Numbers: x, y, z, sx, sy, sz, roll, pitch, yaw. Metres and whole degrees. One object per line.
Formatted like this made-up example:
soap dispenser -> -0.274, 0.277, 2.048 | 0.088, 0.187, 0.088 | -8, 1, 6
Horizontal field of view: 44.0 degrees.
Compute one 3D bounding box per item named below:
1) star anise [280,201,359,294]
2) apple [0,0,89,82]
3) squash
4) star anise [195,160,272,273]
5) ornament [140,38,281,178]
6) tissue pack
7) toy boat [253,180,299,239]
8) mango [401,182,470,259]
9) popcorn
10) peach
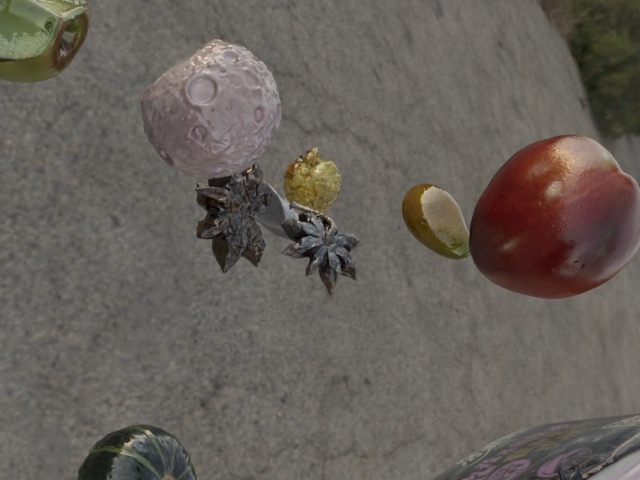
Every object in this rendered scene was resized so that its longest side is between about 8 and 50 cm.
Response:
star anise -> -0.001, 0.000, 1.874 | 0.230, 0.081, 0.262 | -6, 60, -33
apple -> -0.467, -0.335, 1.230 | 0.188, 0.174, 0.207 | 37, 50, 2
squash -> -0.359, 0.491, 1.569 | 0.252, 0.165, 0.252 | 34, 48, -47
star anise -> -0.210, -0.067, 1.996 | 0.315, 0.108, 0.315 | 12, 75, -53
ornament -> -0.194, -0.233, 1.460 | 0.225, 0.259, 0.259 | 54, 32, -17
tissue pack -> 0.294, 0.297, 0.963 | 0.259, 0.361, 0.122 | -19, 79, -25
toy boat -> -0.125, -0.084, 2.461 | 0.276, 0.111, 0.293 | 46, 7, 19
mango -> 0.268, -0.044, 1.829 | 0.099, 0.136, 0.227 | 95, -28, -49
popcorn -> -0.024, -0.160, 2.160 | 0.170, 0.180, 0.180 | 42, 17, 24
peach -> 0.371, -0.024, 1.264 | 0.248, 0.275, 0.245 | 48, 13, -4
